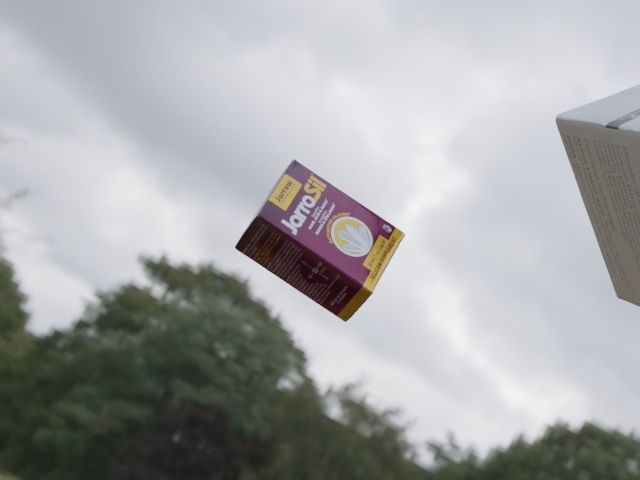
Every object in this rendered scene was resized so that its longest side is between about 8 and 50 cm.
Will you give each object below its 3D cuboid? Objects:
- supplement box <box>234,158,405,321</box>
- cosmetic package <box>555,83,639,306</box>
[{"bbox_3d":[0.000,0.000,0.985,0.083,0.055,0.043,33,-37,-4],"label":"supplement box"},{"bbox_3d":[0.281,-0.039,1.129,0.184,0.151,0.151,-153,-140,-74],"label":"cosmetic package"}]
